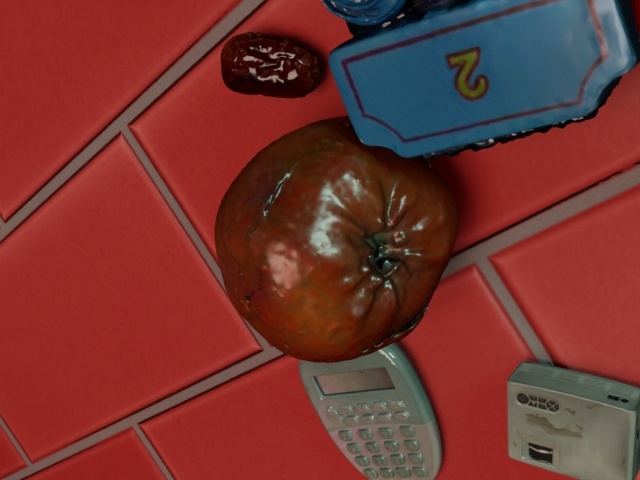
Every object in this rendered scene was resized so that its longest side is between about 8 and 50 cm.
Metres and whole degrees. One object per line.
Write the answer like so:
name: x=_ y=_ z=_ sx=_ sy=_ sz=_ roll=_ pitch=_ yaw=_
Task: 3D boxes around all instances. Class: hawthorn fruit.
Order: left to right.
hawthorn fruit: x=0.000 y=0.000 z=1.058 sx=0.276 sy=0.276 sz=0.307 roll=65 pitch=160 yaw=-9

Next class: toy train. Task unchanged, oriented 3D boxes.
toy train: x=0.146 y=-0.221 z=0.869 sx=0.300 sy=0.188 sz=0.265 roll=-11 pitch=111 yaw=38

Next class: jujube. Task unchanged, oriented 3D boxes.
jujube: x=-0.059 y=-0.207 z=1.094 sx=0.129 sy=0.077 sz=0.077 roll=13 pitch=120 yaw=24

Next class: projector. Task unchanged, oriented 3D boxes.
projector: x=0.295 y=0.211 z=1.062 sx=0.147 sy=0.061 sz=0.115 roll=11 pitch=118 yaw=32

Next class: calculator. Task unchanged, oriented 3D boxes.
calculator: x=0.064 y=0.215 z=1.246 sx=0.184 sy=0.042 sz=0.295 roll=-14 pitch=107 yaw=40

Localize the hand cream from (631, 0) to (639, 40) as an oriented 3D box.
hand cream: x=0.353 y=-0.178 z=0.709 sx=0.149 sy=0.230 sz=0.230 roll=-18 pitch=101 yaw=41
